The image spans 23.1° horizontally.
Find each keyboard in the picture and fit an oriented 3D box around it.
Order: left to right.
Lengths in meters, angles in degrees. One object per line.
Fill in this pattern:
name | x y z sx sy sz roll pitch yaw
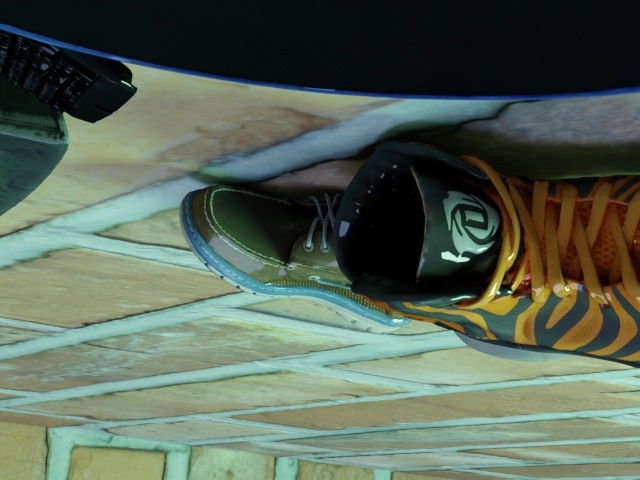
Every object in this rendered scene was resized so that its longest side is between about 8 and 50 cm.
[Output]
keyboard | -0.127 -0.071 0.607 0.100 0.038 0.192 39 172 -10

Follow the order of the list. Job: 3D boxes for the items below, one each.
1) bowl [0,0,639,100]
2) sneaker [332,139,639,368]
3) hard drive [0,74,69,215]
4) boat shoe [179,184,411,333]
bowl | 0.017 -0.121 0.371 0.391 0.077 0.391 4 167 1
sneaker | 0.136 0.012 0.812 0.321 0.125 0.180 -8 163 43
hard drive | -0.234 -0.053 0.798 0.172 0.054 0.254 9 166 -23
boat shoe | 0.000 0.000 0.963 0.183 0.066 0.066 20 141 -35
